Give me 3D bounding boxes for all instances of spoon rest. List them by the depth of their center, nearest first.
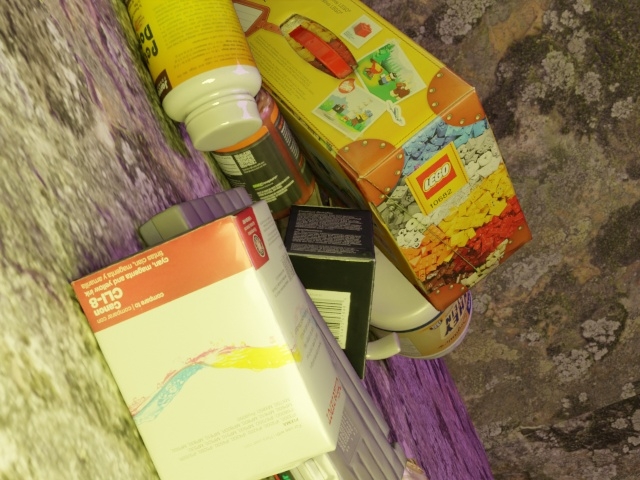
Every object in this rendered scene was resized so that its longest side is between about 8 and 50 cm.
[{"bbox_3d":[0.017,0.091,1.444,0.276,0.084,0.137,50,13,-19],"label":"spoon rest"}]

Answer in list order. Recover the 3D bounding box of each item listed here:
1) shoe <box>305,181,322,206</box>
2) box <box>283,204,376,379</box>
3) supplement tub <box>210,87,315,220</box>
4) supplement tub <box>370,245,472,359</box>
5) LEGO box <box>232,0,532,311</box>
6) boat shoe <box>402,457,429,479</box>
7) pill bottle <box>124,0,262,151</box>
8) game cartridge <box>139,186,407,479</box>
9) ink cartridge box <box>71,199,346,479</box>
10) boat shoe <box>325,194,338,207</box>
[{"bbox_3d":[0.000,0.000,1.561,0.076,0.058,0.219,20,48,-79],"label":"shoe"},{"bbox_3d":[0.006,0.056,1.109,0.207,0.108,0.153,-86,-179,-73],"label":"box"},{"bbox_3d":[-0.088,-0.125,1.174,0.106,0.106,0.198,-102,167,-51],"label":"supplement tub"},{"bbox_3d":[0.192,0.116,1.893,0.316,0.228,0.228,51,18,-62],"label":"supplement tub"},{"bbox_3d":[0.063,-0.180,1.414,0.500,0.193,0.372,49,-4,40],"label":"LEGO box"},{"bbox_3d":[0.140,0.376,1.456,0.170,0.063,0.059,49,26,-64],"label":"boat shoe"},{"bbox_3d":[-0.141,-0.216,1.035,0.117,0.117,0.215,26,42,-78],"label":"pill bottle"},{"bbox_3d":[-0.036,0.117,0.887,0.355,0.068,0.230,59,17,-1],"label":"game cartridge"},{"bbox_3d":[-0.072,0.078,0.667,0.128,0.127,0.176,-51,118,-81],"label":"ink cartridge box"},{"bbox_3d":[0.062,-0.083,2.044,0.117,0.097,0.324,26,38,-50],"label":"boat shoe"}]
